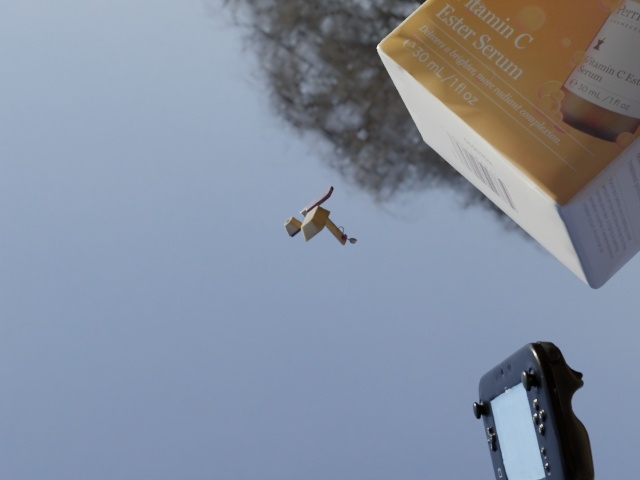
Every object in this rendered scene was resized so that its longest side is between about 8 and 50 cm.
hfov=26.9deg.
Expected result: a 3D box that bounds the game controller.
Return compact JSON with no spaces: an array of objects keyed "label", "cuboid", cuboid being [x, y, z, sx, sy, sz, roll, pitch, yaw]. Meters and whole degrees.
[{"label":"game controller","cuboid":[0.223,0.208,1.438,0.067,0.166,0.319,-1,166,-4]}]

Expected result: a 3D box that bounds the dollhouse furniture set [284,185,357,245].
[{"label":"dollhouse furniture set","cuboid":[0.000,0.000,1.807,0.081,0.091,0.114,48,-158,-11]}]

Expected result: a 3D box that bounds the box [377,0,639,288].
[{"label":"box","cuboid":[0.138,-0.089,0.625,0.130,0.170,0.091,45,176,33]}]
